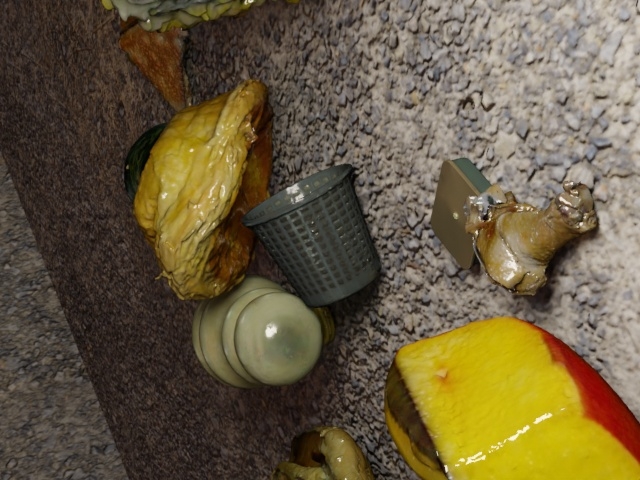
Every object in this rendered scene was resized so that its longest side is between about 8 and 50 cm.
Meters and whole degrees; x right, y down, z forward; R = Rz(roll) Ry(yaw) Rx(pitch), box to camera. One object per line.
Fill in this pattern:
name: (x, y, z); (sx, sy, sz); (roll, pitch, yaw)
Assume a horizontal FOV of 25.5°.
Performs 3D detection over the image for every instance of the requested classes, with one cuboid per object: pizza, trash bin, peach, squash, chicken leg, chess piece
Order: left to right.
pizza: (-0.256, -0.294, 2.403); (0.185, 0.052, 0.195); (-2, 115, 46)
squash: (-0.216, -0.097, 2.297); (0.218, 0.218, 0.172); (12, 78, 63)
chess piece: (-0.082, 0.140, 2.098); (0.330, 0.182, 0.182); (175, 77, -76)
trash bin: (0.000, 0.000, 1.958); (0.161, 0.175, 0.175); (63, 158, -12)
chicken leg: (0.227, -0.001, 1.550); (0.196, 0.080, 0.125); (-179, 84, -65)
peach: (0.235, 0.258, 1.536); (0.380, 0.242, 0.306); (60, 179, -1)

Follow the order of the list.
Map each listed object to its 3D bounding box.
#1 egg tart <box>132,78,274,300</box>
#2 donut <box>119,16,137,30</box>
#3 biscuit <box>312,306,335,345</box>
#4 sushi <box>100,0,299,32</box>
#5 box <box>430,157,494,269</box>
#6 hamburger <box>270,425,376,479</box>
egg tart: (-0.161, -0.074, 2.051); (0.339, 0.153, 0.351); (69, -143, -71)
donut: (-0.320, -0.378, 2.487); (0.108, 0.043, 0.097); (54, 152, 35)
biscuit: (-0.005, 0.123, 2.212); (0.084, 0.023, 0.084); (46, 147, 41)
sushi: (-0.093, -0.392, 1.557); (0.351, 0.396, 0.240); (-22, 85, 61)
box: (0.174, -0.034, 1.694); (0.091, 0.031, 0.126); (53, 152, 35)
hamburger: (0.035, 0.431, 2.233); (0.285, 0.134, 0.265); (63, 154, 1)
